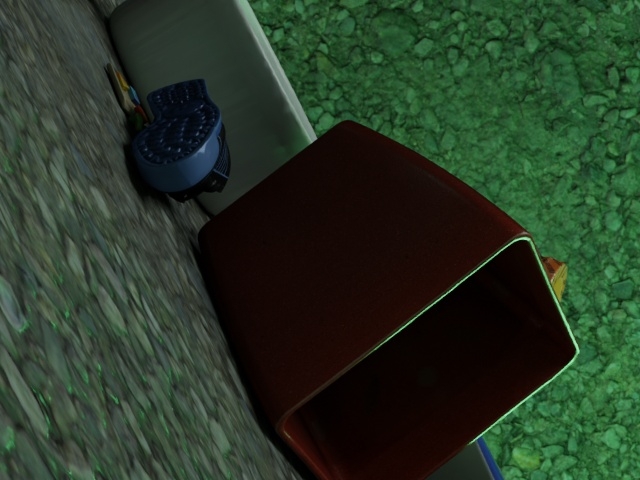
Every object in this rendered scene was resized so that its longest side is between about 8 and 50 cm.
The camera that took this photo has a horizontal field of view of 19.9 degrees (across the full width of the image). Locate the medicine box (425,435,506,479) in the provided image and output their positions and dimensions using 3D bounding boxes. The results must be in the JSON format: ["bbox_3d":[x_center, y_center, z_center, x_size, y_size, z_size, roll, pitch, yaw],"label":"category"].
[{"bbox_3d":[0.170,0.374,1.815,0.289,0.149,0.263,59,5,-39],"label":"medicine box"}]

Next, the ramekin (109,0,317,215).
[{"bbox_3d":[-0.107,-0.158,1.905,0.277,0.135,0.277,63,4,-7],"label":"ramekin"}]

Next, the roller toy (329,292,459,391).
[{"bbox_3d":[0.060,0.111,1.851,0.209,0.191,0.146,40,-4,17],"label":"roller toy"}]

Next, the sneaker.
[{"bbox_3d":[-0.113,-0.071,1.596,0.232,0.081,0.090,-93,167,-70],"label":"sneaker"}]

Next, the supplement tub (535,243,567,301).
[{"bbox_3d":[0.167,0.048,2.523,0.316,0.193,0.193,21,-11,17],"label":"supplement tub"}]

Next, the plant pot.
[{"bbox_3d":[0.043,0.054,1.668,0.235,0.267,0.267,51,-3,33],"label":"plant pot"}]

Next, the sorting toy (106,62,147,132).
[{"bbox_3d":[-0.170,-0.120,1.678,0.083,0.012,0.062,65,4,38],"label":"sorting toy"}]
